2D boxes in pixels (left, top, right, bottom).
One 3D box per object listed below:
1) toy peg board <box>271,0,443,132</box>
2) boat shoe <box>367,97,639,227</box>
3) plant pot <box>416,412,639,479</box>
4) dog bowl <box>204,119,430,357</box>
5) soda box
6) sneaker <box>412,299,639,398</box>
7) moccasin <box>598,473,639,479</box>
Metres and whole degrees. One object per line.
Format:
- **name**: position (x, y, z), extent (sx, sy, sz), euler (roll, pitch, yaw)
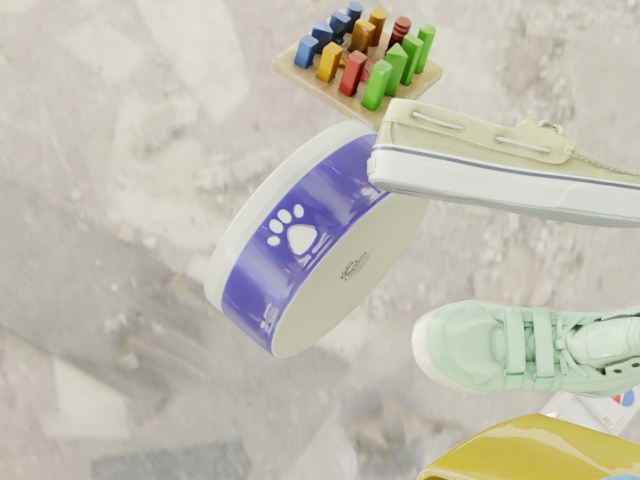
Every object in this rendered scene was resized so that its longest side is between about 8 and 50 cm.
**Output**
- **toy peg board**: position (0.054, -0.235, 1.970), extent (0.160, 0.079, 0.161), euler (34, 46, 16)
- **boat shoe**: position (0.197, -0.075, 1.555), extent (0.302, 0.109, 0.094), euler (10, 86, 6)
- **plant pot**: position (0.203, 0.265, 1.345), extent (0.212, 0.212, 0.187), euler (15, 27, 21)
- **dog bowl**: position (0.000, 0.000, 1.767), extent (0.104, 0.265, 0.265), euler (41, 75, 16)
- **soda box**: position (0.322, 0.167, 1.802), extent (0.074, 0.069, 0.216), euler (48, 34, 5)
- **sneaker**: position (0.221, 0.089, 1.497), extent (0.256, 0.151, 0.094), euler (7, 69, -27)
- **moccasin**: position (0.292, 0.264, 0.998), extent (0.342, 0.138, 0.117), euler (19, 32, -11)
